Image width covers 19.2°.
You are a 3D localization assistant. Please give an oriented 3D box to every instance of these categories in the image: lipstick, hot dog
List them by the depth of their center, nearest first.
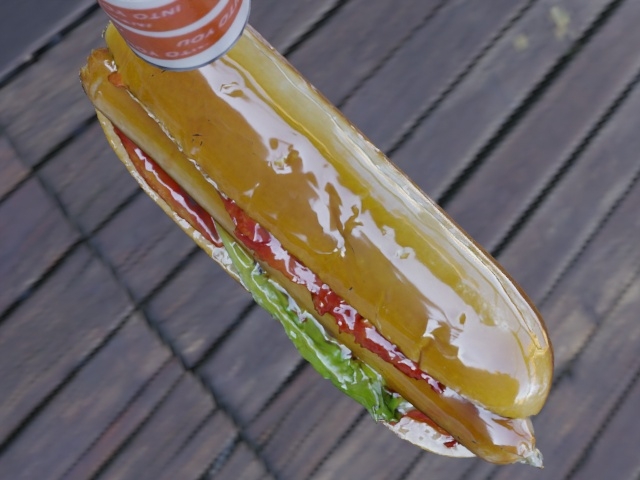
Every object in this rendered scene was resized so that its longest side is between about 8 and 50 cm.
[{"bbox_3d":[-0.045,-0.079,0.451,0.130,0.038,0.038,61,21,-75],"label":"lipstick"},{"bbox_3d":[0.000,0.000,0.710,0.236,0.092,0.062,43,52,13],"label":"hot dog"}]
